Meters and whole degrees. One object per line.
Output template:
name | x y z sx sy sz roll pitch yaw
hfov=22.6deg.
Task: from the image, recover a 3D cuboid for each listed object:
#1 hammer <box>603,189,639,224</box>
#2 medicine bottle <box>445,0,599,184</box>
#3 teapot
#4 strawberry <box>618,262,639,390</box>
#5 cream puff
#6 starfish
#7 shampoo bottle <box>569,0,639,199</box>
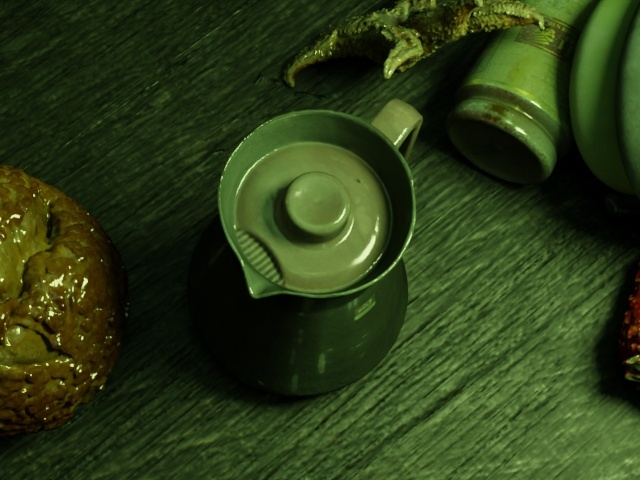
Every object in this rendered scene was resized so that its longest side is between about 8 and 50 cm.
hammer | 0.482 -0.023 1.921 0.289 0.037 0.137 5 60 -1
medicine bottle | 0.282 -0.234 1.922 0.151 0.151 0.322 29 71 5
teapot | 0.000 0.000 1.719 0.253 0.344 0.300 37 72 6
strawberry | 0.413 0.114 1.861 0.167 0.087 0.208 37 44 -10
cream puff | -0.336 0.058 1.703 0.303 0.212 0.303 11 69 -31
starfish | 0.135 -0.252 1.871 0.301 0.293 0.084 -29 109 -17
shampoo bottle | 0.467 -0.167 1.788 0.317 0.322 0.322 9 65 39
